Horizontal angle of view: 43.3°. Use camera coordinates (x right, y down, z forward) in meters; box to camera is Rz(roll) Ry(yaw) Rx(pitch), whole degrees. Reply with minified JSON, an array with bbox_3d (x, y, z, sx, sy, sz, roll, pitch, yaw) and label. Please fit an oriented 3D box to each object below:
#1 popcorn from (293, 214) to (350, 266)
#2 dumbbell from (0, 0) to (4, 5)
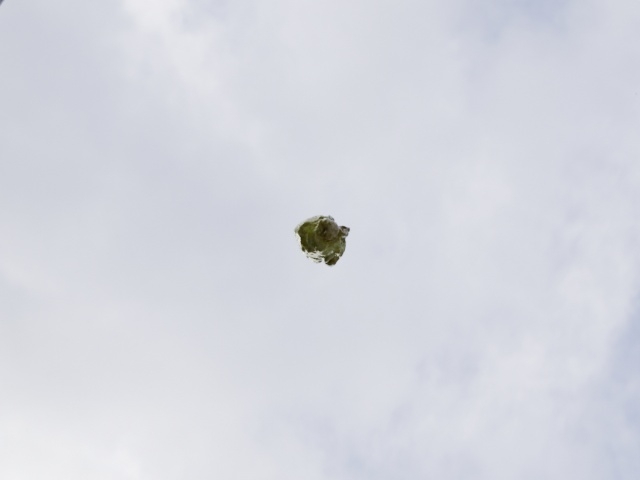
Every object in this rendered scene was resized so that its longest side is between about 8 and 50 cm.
[{"bbox_3d":[-0.001,-0.003,1.003,0.068,0.083,0.059,25,-110,-7],"label":"popcorn"},{"bbox_3d":[-0.340,-0.264,0.509,0.157,0.316,0.143,3,-108,33],"label":"dumbbell"}]
